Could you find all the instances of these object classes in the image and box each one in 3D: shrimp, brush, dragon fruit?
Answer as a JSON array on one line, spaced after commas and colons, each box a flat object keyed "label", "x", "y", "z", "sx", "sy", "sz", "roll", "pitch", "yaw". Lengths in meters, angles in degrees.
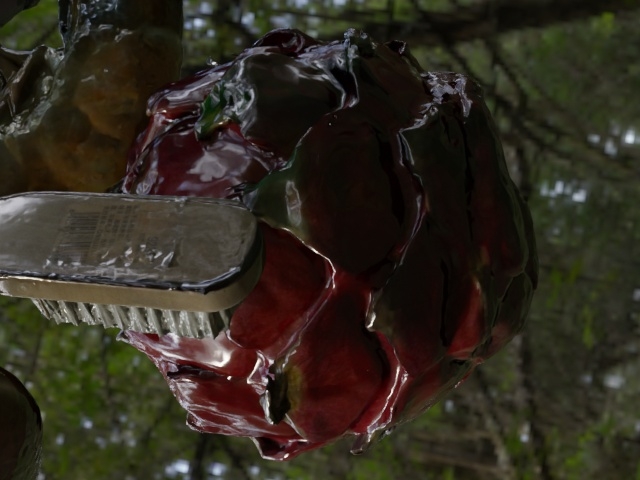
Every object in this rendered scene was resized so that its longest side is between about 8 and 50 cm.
[{"label": "shrimp", "x": -0.232, "y": -0.211, "z": 1.267, "sx": 0.085, "sy": 0.272, "sz": 0.445, "roll": 56, "pitch": -137, "yaw": -70}, {"label": "brush", "x": -0.186, "y": 0.012, "z": 0.825, "sx": 0.065, "sy": 0.327, "sz": 0.070, "roll": 80, "pitch": -161, "yaw": -46}, {"label": "dragon fruit", "x": 0.000, "y": -0.001, "z": 1.090, "sx": 0.329, "sy": 0.329, "sz": 0.329, "roll": 10, "pitch": -90, "yaw": -74}]

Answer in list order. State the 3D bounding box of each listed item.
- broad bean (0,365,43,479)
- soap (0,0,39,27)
[{"label": "broad bean", "x": -0.164, "y": 0.083, "z": 0.580, "sx": 0.084, "sy": 0.114, "sz": 0.165, "roll": 61, "pitch": 166, "yaw": 20}, {"label": "soap", "x": -0.425, "y": -0.193, "z": 1.032, "sx": 0.261, "sy": 0.446, "sz": 0.156, "roll": -92, "pitch": -5, "yaw": -51}]
